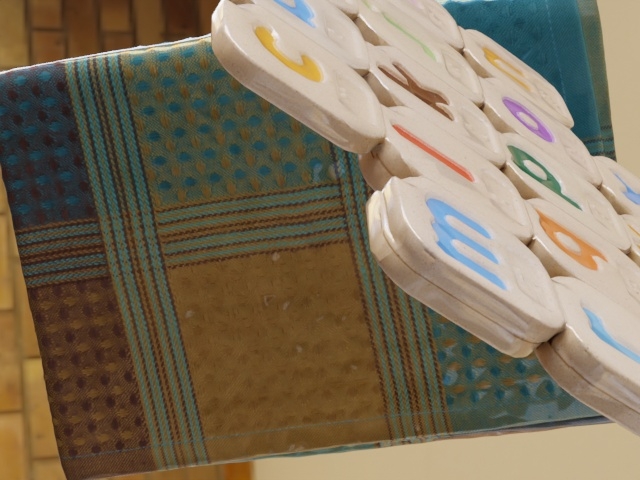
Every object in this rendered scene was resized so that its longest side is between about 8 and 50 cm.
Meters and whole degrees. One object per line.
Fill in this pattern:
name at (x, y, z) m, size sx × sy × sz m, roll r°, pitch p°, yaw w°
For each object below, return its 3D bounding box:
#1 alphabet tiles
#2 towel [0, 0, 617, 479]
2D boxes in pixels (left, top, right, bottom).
alphabet tiles at (0.069, -0.033, 0.586) m, size 0.021 × 0.278 × 0.284 m, roll -49°, pitch -157°, yaw 23°
towel at (0.000, 0.000, 0.870) m, size 0.040 × 0.370 × 0.272 m, roll -67°, pitch 149°, yaw -79°
